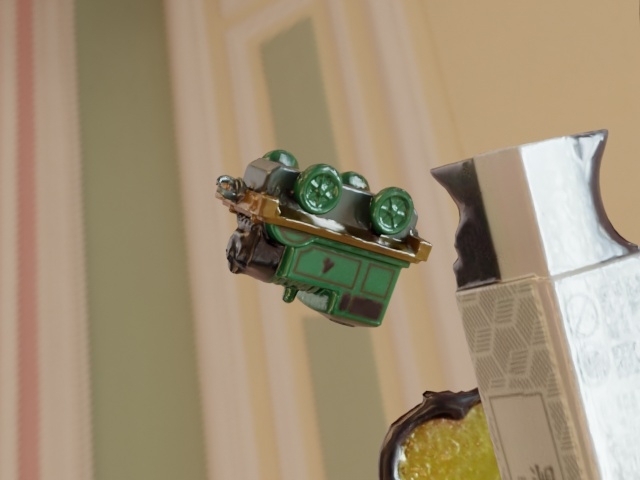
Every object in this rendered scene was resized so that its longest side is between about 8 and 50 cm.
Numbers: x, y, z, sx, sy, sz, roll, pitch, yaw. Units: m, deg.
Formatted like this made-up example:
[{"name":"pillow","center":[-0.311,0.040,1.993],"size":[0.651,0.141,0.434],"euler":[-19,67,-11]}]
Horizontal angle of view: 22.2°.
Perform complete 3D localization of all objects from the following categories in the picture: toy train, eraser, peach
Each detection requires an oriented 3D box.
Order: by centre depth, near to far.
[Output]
[{"name":"eraser","center":[0.174,0.135,1.055],"size":[0.096,0.098,0.404],"euler":[-15,-92,54]},{"name":"peach","center":[0.167,0.236,1.338],"size":[0.189,0.279,0.068],"euler":[-40,178,-9]},{"name":"toy train","center":[0.000,0.000,1.445],"size":[0.091,0.228,0.136],"euler":[23,-82,57]}]
